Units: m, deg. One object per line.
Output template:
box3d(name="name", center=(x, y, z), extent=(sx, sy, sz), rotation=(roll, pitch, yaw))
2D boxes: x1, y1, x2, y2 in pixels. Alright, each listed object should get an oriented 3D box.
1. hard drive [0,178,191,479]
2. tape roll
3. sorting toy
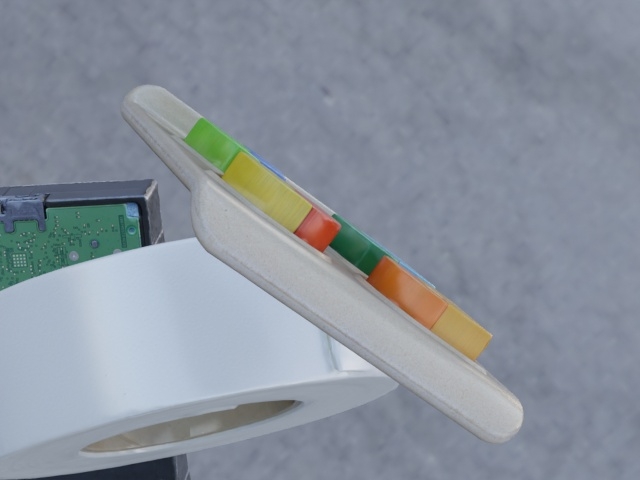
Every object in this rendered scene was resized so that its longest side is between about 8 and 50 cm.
box3d(name="hard drive", center=(-0.242, 0.119, 1.513), extent=(0.064, 0.236, 0.339), rotation=(-77, 163, -71))
box3d(name="tape roll", center=(-0.093, 0.077, 1.138), extent=(0.286, 0.286, 0.100), rotation=(2, 71, -50))
box3d(name="sorting toy", center=(0.000, 0.000, 0.839), extent=(0.193, 0.038, 0.208), rotation=(36, 7, -23))
